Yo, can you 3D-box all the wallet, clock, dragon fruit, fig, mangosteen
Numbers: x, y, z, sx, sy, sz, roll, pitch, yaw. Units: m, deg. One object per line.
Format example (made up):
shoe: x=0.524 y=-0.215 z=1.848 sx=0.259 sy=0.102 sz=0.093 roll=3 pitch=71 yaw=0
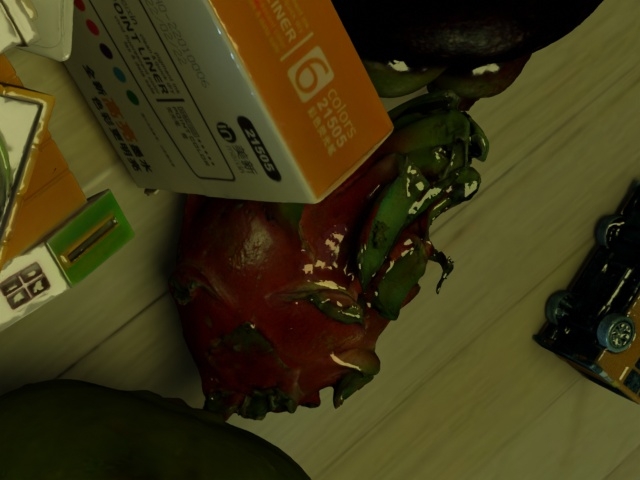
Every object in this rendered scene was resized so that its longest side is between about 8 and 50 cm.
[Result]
wallet: x=-0.220 y=-0.157 z=0.924 sx=0.061 sy=0.122 sz=0.025 roll=99 pitch=12 yaw=-45
clock: x=-0.277 y=-0.021 z=0.843 sx=0.309 sy=0.166 sz=0.235 roll=-34 pitch=111 yaw=-18
dragon fruit: x=0.010 y=0.018 z=1.035 sx=0.198 sy=0.269 sz=0.200 roll=18 pitch=57 yaw=-59
fig: x=-0.136 y=0.258 z=0.952 sx=0.316 sy=0.316 sz=0.316 roll=-7 pitch=105 yaw=-28
mangosteen: x=0.102 y=-0.224 z=1.024 sx=0.287 sy=0.233 sz=0.287 roll=10 pitch=78 yaw=-54

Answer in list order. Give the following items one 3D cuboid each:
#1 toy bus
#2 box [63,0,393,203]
toy bus: x=0.289 y=0.045 z=1.275 sx=0.103 sy=0.091 sz=0.182 roll=37 pitch=84 yaw=-33
box: x=-0.099 y=-0.159 z=0.929 sx=0.091 sy=0.221 sz=0.274 roll=-43 pitch=117 yaw=-29
